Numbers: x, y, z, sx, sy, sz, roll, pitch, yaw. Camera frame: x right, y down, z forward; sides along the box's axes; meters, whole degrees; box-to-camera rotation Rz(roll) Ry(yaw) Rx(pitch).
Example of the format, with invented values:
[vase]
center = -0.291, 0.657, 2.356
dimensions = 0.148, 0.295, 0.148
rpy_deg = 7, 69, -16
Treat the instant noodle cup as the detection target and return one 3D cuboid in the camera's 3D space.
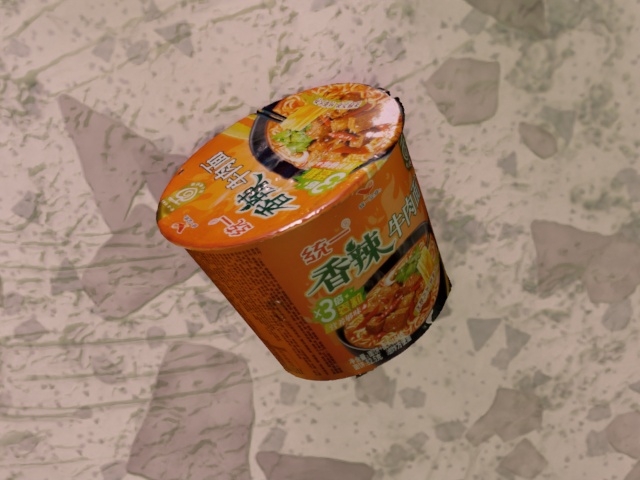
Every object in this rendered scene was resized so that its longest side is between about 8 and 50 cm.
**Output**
[instant noodle cup]
center = 0.000, 0.000, 1.186
dimensions = 0.230, 0.230, 0.182
rpy_deg = -25, 119, 6
